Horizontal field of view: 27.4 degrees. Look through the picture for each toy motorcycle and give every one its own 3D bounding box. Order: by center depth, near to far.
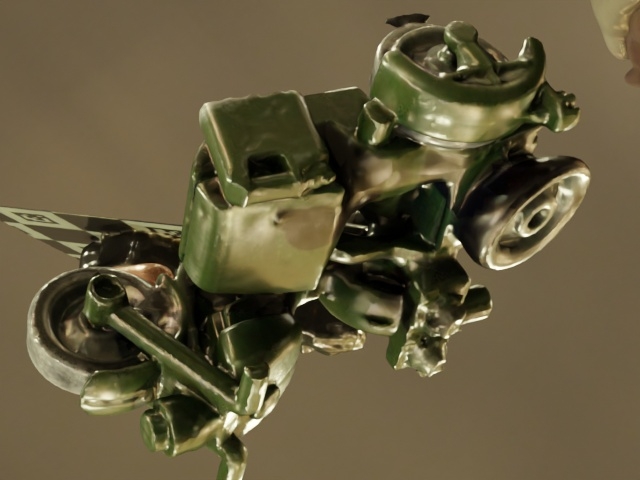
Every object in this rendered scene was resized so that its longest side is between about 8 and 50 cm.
[{"bbox_3d":[0.000,0.000,0.649,0.275,0.205,0.127,-15,-128,-27],"label":"toy motorcycle"}]

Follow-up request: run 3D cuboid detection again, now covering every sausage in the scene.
[{"bbox_3d":[-0.137,0.034,0.934,0.034,0.083,0.034,8,-101,-45],"label":"sausage"}]

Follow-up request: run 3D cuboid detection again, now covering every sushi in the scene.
[{"bbox_3d":[-0.087,0.054,1.178,0.343,0.359,0.064,41,-123,-69],"label":"sushi"}]

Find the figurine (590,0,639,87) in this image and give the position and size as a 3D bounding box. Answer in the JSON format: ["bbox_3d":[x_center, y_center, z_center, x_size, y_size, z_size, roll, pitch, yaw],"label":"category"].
[{"bbox_3d":[0.351,-0.161,0.994,0.380,0.248,0.203,51,-141,-10],"label":"figurine"}]
